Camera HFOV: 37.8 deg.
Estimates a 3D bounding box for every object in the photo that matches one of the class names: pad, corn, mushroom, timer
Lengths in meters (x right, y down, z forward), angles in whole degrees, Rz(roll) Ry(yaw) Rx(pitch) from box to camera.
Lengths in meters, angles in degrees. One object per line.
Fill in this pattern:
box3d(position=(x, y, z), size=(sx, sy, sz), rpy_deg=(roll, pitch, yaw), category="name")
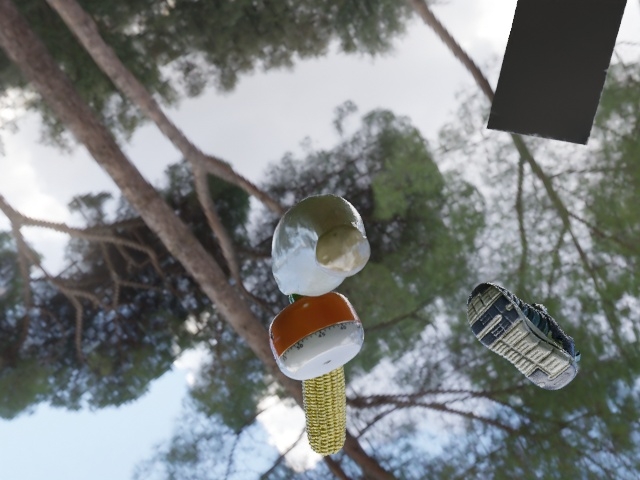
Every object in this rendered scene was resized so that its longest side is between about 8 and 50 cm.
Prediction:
box3d(position=(0.281, -0.213, 1.113), size=(0.127, 0.190, 0.004), rpy_deg=(10, -160, -1), category="pad")
box3d(position=(0.006, 0.271, 1.720), size=(0.081, 0.248, 0.081), rpy_deg=(-4, -164, 1), category="corn")
box3d(position=(0.000, 0.000, 1.124), size=(0.103, 0.118, 0.270), rpy_deg=(0, 170, -9), category="mushroom")
box3d(position=(-0.013, 0.119, 1.298), size=(0.136, 0.099, 0.136), rpy_deg=(-4, -110, 10), category="timer")

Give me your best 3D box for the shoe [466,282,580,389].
box3d(position=(0.325, 0.143, 1.490), size=(0.091, 0.207, 0.106), rpy_deg=(-51, 177, 35), category="shoe")
